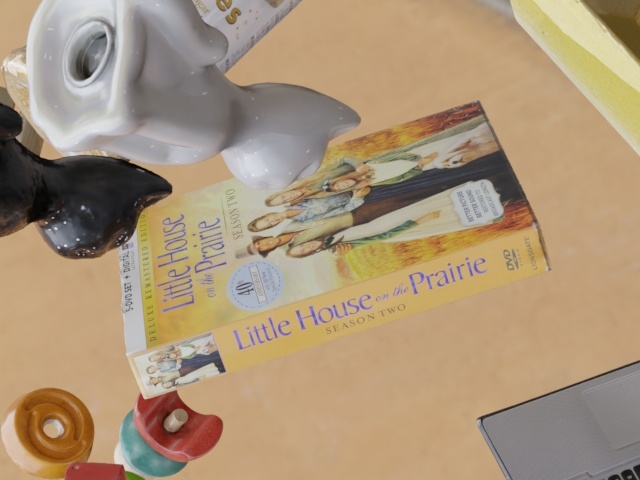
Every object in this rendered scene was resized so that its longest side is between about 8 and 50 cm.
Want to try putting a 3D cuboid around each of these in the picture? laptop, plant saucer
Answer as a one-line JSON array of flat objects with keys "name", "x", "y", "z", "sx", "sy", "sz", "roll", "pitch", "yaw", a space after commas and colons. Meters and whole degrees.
[{"name": "laptop", "x": 0.456, "y": 0.272, "z": 2.102, "sx": 0.408, "sy": 0.382, "sz": 0.236, "roll": 62, "pitch": 144, "yaw": 19}, {"name": "plant saucer", "x": 0.341, "y": -0.164, "z": 1.904, "sx": 0.081, "sy": 0.333, "sz": 0.333, "roll": -50, "pitch": 62, "yaw": 26}]

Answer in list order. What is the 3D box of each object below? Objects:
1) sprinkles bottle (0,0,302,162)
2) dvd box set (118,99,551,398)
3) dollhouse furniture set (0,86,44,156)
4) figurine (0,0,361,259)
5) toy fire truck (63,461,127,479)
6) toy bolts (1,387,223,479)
[{"name": "sprinkles bottle", "x": -0.072, "y": -0.201, "z": 1.440, "sx": 0.121, "sy": 0.355, "sz": 0.121, "roll": 40, "pitch": 162, "yaw": 16}, {"name": "dvd box set", "x": 0.000, "y": 0.000, "z": 1.982, "sx": 0.308, "sy": 0.420, "sz": 0.062, "roll": -103, "pitch": -5, "yaw": -61}, {"name": "dollhouse furniture set", "x": -0.396, "y": -0.083, "z": 1.712, "sx": 0.242, "sy": 0.212, "sz": 0.161, "roll": 8, "pitch": -83, "yaw": -70}, {"name": "figurine", "x": -0.108, "y": -0.053, "z": 1.012, "sx": 0.209, "sy": 0.214, "sz": 0.092, "roll": 20, "pitch": -123, "yaw": -56}, {"name": "toy fire truck", "x": -0.228, "y": 0.205, "z": 1.271, "sx": 0.135, "sy": 0.192, "sz": 0.047, "roll": -73, "pitch": -25, "yaw": -63}, {"name": "toy bolts", "x": -0.242, "y": 0.246, "z": 2.114, "sx": 0.218, "sy": 0.228, "sz": 0.158, "roll": 46, "pitch": 143, "yaw": 3}]
